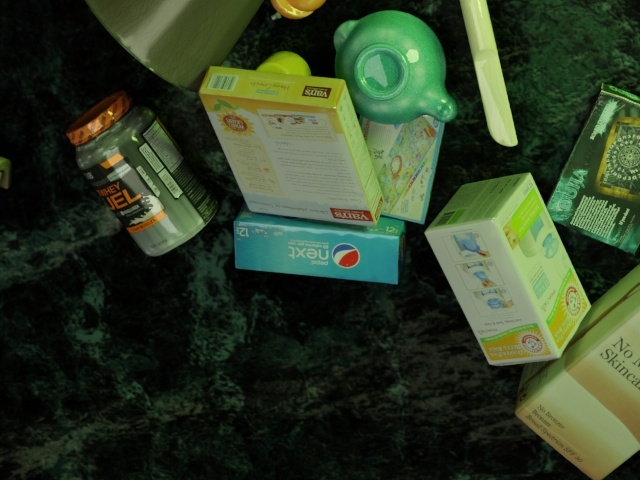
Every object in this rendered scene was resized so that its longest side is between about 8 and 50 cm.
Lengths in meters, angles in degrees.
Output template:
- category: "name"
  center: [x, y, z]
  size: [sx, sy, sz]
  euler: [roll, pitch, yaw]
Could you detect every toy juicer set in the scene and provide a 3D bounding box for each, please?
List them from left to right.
- category: "toy juicer set"
  center: [0.086, -0.237, 1.972]
  size: [0.329, 0.089, 0.209]
  euler: [10, 103, 13]

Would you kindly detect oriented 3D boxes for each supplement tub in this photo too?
- category: "supplement tub"
  center: [-0.224, -0.085, 2.099]
  size: [0.117, 0.117, 0.190]
  euler: [-29, 108, 25]

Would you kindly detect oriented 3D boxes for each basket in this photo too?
- category: "basket"
  center: [-0.135, -0.319, 1.936]
  size: [0.204, 0.154, 0.227]
  euler: [44, 115, -4]

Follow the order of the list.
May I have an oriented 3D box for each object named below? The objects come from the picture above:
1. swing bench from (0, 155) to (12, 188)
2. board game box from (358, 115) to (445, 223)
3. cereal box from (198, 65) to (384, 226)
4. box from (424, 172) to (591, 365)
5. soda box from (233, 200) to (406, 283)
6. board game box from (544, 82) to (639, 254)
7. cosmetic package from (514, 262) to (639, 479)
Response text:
- category: "swing bench"
  center: [-0.551, -0.057, 2.169]
  size: [0.253, 0.165, 0.254]
  euler: [24, 115, 0]
- category: "board game box"
  center: [0.092, -0.102, 2.067]
  size: [0.103, 0.026, 0.154]
  euler: [13, 120, 6]
- category: "cereal box"
  center: [-0.030, -0.108, 1.998]
  size: [0.173, 0.047, 0.240]
  euler: [8, 149, 19]
- category: "box"
  center: [0.230, 0.037, 2.048]
  size: [0.103, 0.114, 0.203]
  euler: [-10, 116, 39]
- category: "soda box"
  center: [0.000, 0.000, 2.121]
  size: [0.210, 0.067, 0.071]
  euler: [6, 119, 10]
- category: "board game box"
  center: [0.356, -0.084, 2.016]
  size: [0.126, 0.026, 0.186]
  euler: [23, 121, 1]
- category: "cosmetic package"
  center: [0.394, 0.140, 2.069]
  size: [0.153, 0.129, 0.296]
  euler: [39, 119, -8]
